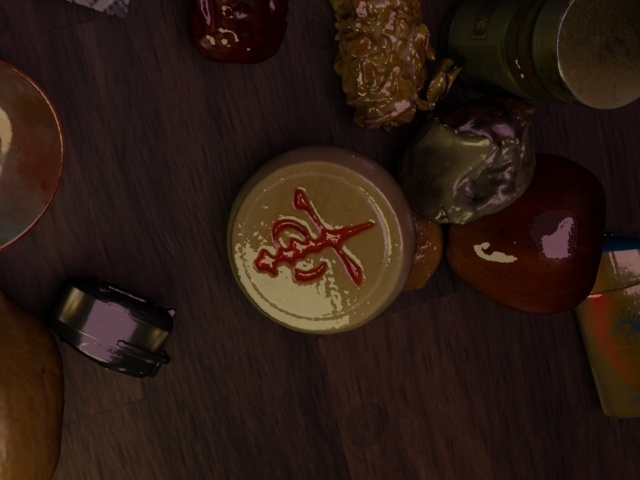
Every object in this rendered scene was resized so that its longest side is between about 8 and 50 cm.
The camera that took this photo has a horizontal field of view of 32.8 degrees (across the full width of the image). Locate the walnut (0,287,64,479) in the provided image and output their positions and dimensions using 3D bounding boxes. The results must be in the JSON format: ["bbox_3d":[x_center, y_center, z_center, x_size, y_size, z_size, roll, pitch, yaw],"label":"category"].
[{"bbox_3d":[-0.400,0.195,1.311,0.203,0.203,0.297,6,95,-20],"label":"walnut"}]

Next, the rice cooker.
[{"bbox_3d":[-0.265,0.109,1.384,0.165,0.112,0.106,20,87,-22],"label":"rice cooker"}]

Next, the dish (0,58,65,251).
[{"bbox_3d":[-0.440,-0.105,1.283,0.260,0.085,0.260,-14,118,-27],"label":"dish"}]

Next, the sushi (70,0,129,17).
[{"bbox_3d":[-0.324,-0.404,1.301,0.231,0.047,0.219,13,91,-25],"label":"sushi"}]

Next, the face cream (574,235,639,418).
[{"bbox_3d":[0.464,0.125,1.645,0.139,0.067,0.285,-15,102,12],"label":"face cream"}]

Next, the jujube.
[{"bbox_3d":[-0.106,-0.330,1.333,0.155,0.155,0.230,-4,104,-18],"label":"jujube"}]

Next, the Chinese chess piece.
[{"bbox_3d":[0.000,0.000,1.415,0.251,0.097,0.250,2,102,7],"label":"Chinese chess piece"}]

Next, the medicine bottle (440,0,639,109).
[{"bbox_3d":[0.281,-0.254,1.389,0.151,0.322,0.151,-4,102,-19],"label":"medicine bottle"}]

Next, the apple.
[{"bbox_3d":[0.290,-0.013,1.505,0.234,0.234,0.233,-4,101,-18],"label":"apple"}]

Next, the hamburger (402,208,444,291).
[{"bbox_3d":[0.102,-0.001,1.506,0.138,0.083,0.147,-9,107,-17],"label":"hamburger"}]

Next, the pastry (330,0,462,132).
[{"bbox_3d":[0.091,-0.263,1.440,0.154,0.102,0.249,-15,103,-13],"label":"pastry"}]

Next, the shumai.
[{"bbox_3d":[0.187,-0.122,1.419,0.201,0.201,0.120,-39,139,-8],"label":"shumai"}]
